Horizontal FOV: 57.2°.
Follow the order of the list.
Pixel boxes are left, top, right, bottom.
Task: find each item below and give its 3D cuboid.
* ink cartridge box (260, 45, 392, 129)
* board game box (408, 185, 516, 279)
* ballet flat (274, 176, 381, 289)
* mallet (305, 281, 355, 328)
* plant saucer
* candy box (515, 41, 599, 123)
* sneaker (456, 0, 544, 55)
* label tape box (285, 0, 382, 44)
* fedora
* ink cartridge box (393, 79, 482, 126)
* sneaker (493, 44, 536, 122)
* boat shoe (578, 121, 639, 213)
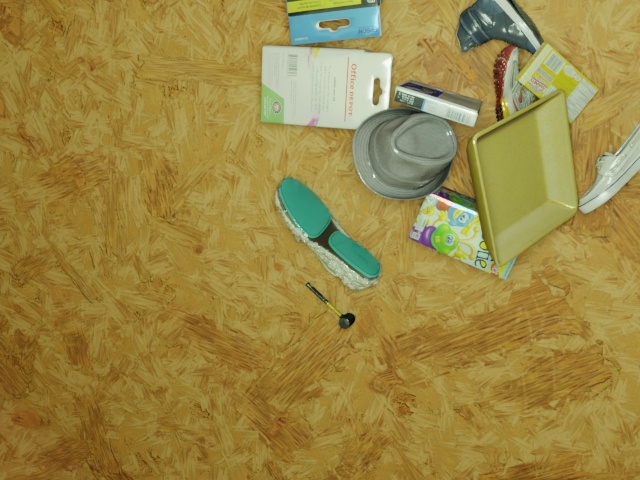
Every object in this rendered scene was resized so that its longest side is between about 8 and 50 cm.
[{"bbox_3d":[0.024,-0.415,1.593,0.353,0.119,0.207,8,108,14],"label":"ink cartridge box"},{"bbox_3d":[0.397,-0.029,1.579,0.275,0.142,0.144,23,111,9],"label":"board game box"},{"bbox_3d":[0.000,0.000,1.718,0.409,0.147,0.147,46,112,1],"label":"ballet flat"},{"bbox_3d":[0.024,0.198,1.797,0.189,0.062,0.039,39,111,3],"label":"mallet"},{"bbox_3d":[0.478,-0.155,1.418,0.081,0.332,0.333,16,129,54],"label":"plant saucer"},{"bbox_3d":[0.579,-0.381,1.433,0.205,0.027,0.105,28,111,-26],"label":"candy box"},{"bbox_3d":[0.444,-0.505,1.468,0.226,0.086,0.163,43,126,-13],"label":"sneaker"},{"bbox_3d":[0.036,-0.697,1.516,0.249,0.115,0.348,-1,108,17],"label":"label tape box"},{"bbox_3d":[0.229,-0.230,1.456,0.275,0.124,0.244,-4,82,-20],"label":"fedora"},{"bbox_3d":[0.301,-0.351,1.484,0.206,0.208,0.045,20,115,11],"label":"ink cartridge box"},{"bbox_3d":[0.488,-0.381,1.473,0.092,0.088,0.225,-12,127,6],"label":"sneaker"},{"bbox_3d":[0.734,-0.185,1.464,0.088,0.096,0.267,43,111,6],"label":"boat shoe"}]
